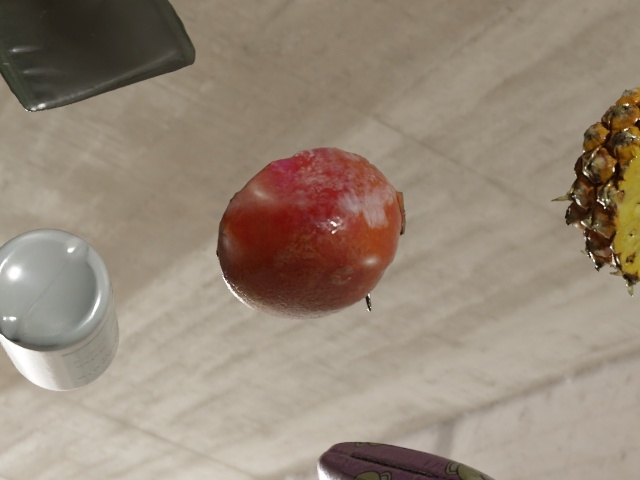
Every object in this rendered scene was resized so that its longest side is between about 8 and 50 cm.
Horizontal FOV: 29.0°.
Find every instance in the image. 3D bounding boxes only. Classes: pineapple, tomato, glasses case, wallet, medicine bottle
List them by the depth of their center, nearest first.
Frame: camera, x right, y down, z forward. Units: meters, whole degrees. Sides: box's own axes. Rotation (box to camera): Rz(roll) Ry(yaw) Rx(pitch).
[{"bbox_3d":[0.095,0.246,1.117,0.076,0.123,0.316,-42,-165,-22],"label":"glasses case"},{"bbox_3d":[-0.252,0.088,1.206,0.352,0.110,0.110,112,-2,-72],"label":"medicine bottle"},{"bbox_3d":[0.319,-0.052,1.303,0.079,0.135,0.233,-144,-131,-58],"label":"pineapple"},{"bbox_3d":[-0.293,-0.254,1.538,0.245,0.168,0.052,-24,166,-30],"label":"wallet"},{"bbox_3d":[0.005,0.002,1.920,0.170,0.309,0.309,26,-90,55],"label":"tomato"}]
